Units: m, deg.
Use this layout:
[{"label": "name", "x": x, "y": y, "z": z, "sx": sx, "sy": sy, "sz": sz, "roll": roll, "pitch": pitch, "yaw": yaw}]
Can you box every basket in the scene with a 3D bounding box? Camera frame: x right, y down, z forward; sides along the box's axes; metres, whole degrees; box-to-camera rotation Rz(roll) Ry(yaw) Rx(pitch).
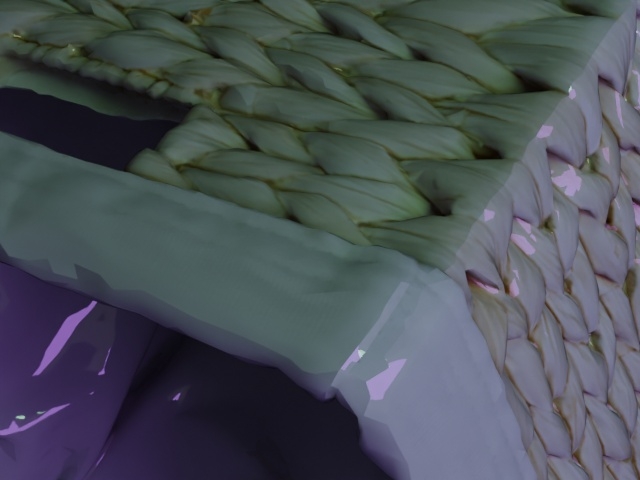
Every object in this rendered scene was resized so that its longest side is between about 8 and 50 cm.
[{"label": "basket", "x": 0.000, "y": 0.000, "z": 0.611, "sx": 0.266, "sy": 0.328, "sz": 0.331, "roll": -55, "pitch": 142, "yaw": -23}]
